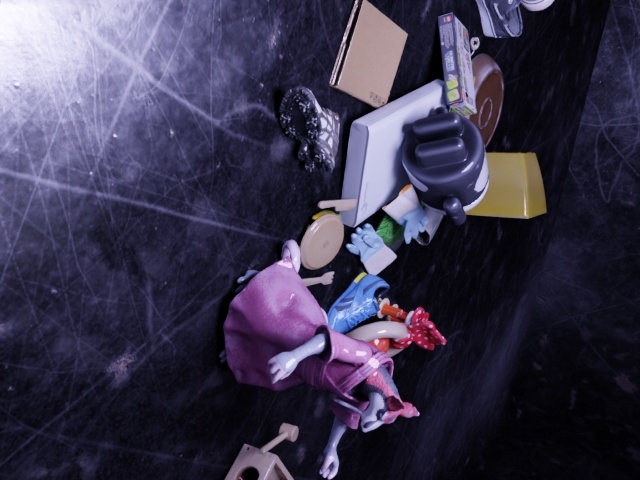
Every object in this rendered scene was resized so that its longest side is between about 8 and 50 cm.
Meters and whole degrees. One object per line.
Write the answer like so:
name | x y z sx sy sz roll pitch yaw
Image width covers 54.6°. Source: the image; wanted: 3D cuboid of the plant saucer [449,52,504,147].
plant saucer | 0.439 -0.357 1.721 0.311 0.050 0.310 -35 135 -45

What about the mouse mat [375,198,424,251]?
mouse mat | 0.184 -0.034 1.509 0.190 0.007 0.152 -2 125 -57

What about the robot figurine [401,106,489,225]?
robot figurine | 0.275 -0.164 1.338 0.209 0.174 0.278 -55 152 -7

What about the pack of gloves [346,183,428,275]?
pack of gloves | 0.150 -0.026 1.432 0.195 0.046 0.232 -39 149 2

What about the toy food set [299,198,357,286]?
toy food set | 0.000 0.000 1.252 0.132 0.039 0.192 -5 118 -49

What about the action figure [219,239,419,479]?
action figure | 0.010 0.202 1.050 0.276 0.370 0.248 -45 142 -37

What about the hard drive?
hard drive | 0.169 -0.200 1.364 0.353 0.047 0.233 -35 141 -44

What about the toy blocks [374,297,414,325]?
toy blocks | 0.186 0.182 1.540 0.123 0.148 0.054 36 77 -59

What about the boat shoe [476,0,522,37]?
boat shoe | 0.440 -0.601 1.516 0.108 0.102 0.301 -62 149 -12

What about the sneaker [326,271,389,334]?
sneaker | 0.083 0.160 1.430 0.209 0.082 0.069 -48 146 -29

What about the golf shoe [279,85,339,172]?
golf shoe | -0.013 -0.207 1.073 0.198 0.077 0.093 71 37 -57

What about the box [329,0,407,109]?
box | 0.098 -0.353 1.199 0.201 0.021 0.164 5 105 -58

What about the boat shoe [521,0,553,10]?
boat shoe | 0.526 -0.753 1.525 0.158 0.127 0.340 22 71 -54

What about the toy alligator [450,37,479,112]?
toy alligator | 0.354 -0.410 1.551 0.051 0.056 0.189 -139 -115 -77

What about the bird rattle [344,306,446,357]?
bird rattle | 0.144 0.241 1.414 0.207 0.254 0.143 15 55 -42

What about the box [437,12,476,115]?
box | 0.314 -0.400 1.421 0.114 0.036 0.206 8 76 -59

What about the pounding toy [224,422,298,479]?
pounding toy | -0.127 0.464 1.276 0.206 0.094 0.181 -59 145 -34

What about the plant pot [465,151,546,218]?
plant pot | 0.559 -0.175 1.884 0.212 0.212 0.187 -11 105 -55

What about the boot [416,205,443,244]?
boot | 0.308 -0.114 1.647 0.208 0.076 0.189 -47 142 -21
